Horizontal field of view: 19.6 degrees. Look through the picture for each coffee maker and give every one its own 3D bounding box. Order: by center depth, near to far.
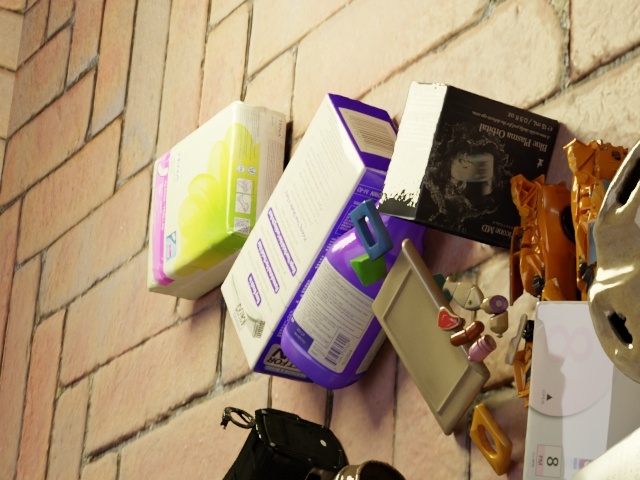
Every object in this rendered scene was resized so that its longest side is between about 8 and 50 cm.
[{"bbox_3d":[-0.080,0.308,2.359,0.178,0.171,0.120,-59,3,24],"label":"coffee maker"}]

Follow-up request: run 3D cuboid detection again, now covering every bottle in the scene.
[{"bbox_3d":[0.055,0.049,2.299,0.118,0.092,0.283,40,118,23],"label":"bottle"}]

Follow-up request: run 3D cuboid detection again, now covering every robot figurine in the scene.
[{"bbox_3d":[0.261,0.053,1.923,0.211,0.085,0.291,-35,46,53],"label":"robot figurine"}]

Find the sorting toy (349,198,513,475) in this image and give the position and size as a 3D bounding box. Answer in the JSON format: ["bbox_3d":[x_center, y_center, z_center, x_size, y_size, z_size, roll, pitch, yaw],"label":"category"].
[{"bbox_3d":[0.133,0.109,2.086,0.347,0.047,0.196,60,159,20],"label":"sorting toy"}]

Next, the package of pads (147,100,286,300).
[{"bbox_3d":[-0.157,-0.061,2.786,0.296,0.101,0.229,-30,52,54],"label":"package of pads"}]

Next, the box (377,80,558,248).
[{"bbox_3d":[0.168,-0.084,2.098,0.093,0.156,0.158,14,89,63],"label":"box"}]

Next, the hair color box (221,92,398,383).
[{"bbox_3d":[0.000,0.000,2.439,0.339,0.110,0.185,-59,32,26],"label":"hair color box"}]

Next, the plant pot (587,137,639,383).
[{"bbox_3d":[0.389,0.035,1.433,0.334,0.305,0.333,-40,43,50],"label":"plant pot"}]

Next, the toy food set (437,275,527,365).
[{"bbox_3d":[0.161,0.087,1.942,0.122,0.019,0.078,20,95,48],"label":"toy food set"}]

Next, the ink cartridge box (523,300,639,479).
[{"bbox_3d":[0.300,0.153,1.733,0.232,0.066,0.189,-2,80,48],"label":"ink cartridge box"}]

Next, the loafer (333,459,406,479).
[{"bbox_3d":[0.117,0.367,2.017,0.130,0.134,0.366,-50,39,22],"label":"loafer"}]

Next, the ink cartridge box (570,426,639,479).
[{"bbox_3d":[0.405,0.185,1.309,0.385,0.308,0.091,-45,23,45],"label":"ink cartridge box"}]
